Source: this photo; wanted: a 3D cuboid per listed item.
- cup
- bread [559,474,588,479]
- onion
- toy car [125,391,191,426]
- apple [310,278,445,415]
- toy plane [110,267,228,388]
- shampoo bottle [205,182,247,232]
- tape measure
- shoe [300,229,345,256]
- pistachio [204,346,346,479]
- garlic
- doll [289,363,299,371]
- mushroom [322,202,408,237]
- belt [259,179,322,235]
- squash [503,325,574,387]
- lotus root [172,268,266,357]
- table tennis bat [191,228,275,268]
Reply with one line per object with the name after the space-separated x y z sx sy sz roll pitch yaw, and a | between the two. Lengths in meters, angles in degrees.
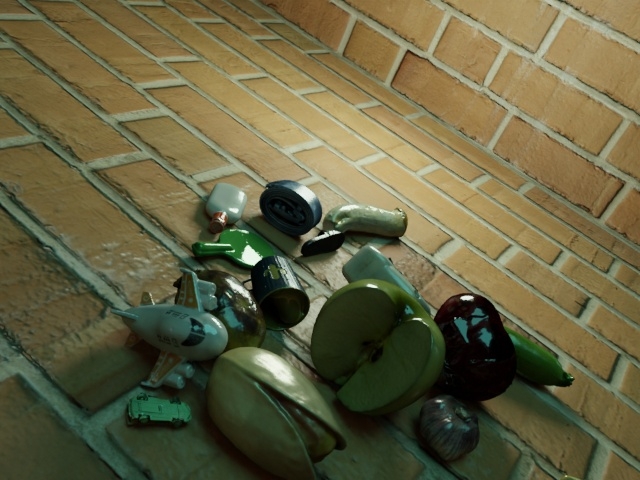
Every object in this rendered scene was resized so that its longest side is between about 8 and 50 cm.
-0.127 0.127 1.630 0.177 0.131 0.155 -10 35 -10 | cup
0.658 0.635 1.441 0.311 0.121 0.172 20 34 -12 | bread
0.376 0.264 1.666 0.281 0.221 0.280 4 74 -15 | onion
-0.304 0.325 1.253 0.122 0.035 0.059 17 30 -32 | toy car
0.134 0.240 1.503 0.295 0.257 0.233 42 19 21 | apple
-0.300 0.177 1.332 0.245 0.244 0.117 45 0 28 | toy plane
-0.277 -0.092 1.903 0.108 0.051 0.221 24 29 -9 | shampoo bottle
0.175 0.129 1.751 0.265 0.130 0.258 46 -1 19 | tape measure
0.000 0.000 1.966 0.179 0.071 0.049 -14 46 -44 | shoe
-0.090 0.326 1.268 0.299 0.187 0.187 35 31 20 | pistachio
0.297 0.419 1.512 0.147 0.102 0.159 32 30 11 | garlic
-0.065 0.333 1.404 0.104 0.062 0.194 -38 71 -16 | doll
0.148 -0.066 2.160 0.351 0.095 0.122 -2 58 -38 | mushroom
-0.089 -0.101 1.974 0.190 0.141 0.082 30 29 10 | belt
0.528 0.306 1.868 0.395 0.107 0.107 27 30 2 | squash
-0.214 0.167 1.460 0.169 0.141 0.314 -11 47 -44 | lotus root
-0.233 0.024 1.778 0.257 0.039 0.160 1 39 -46 | table tennis bat
